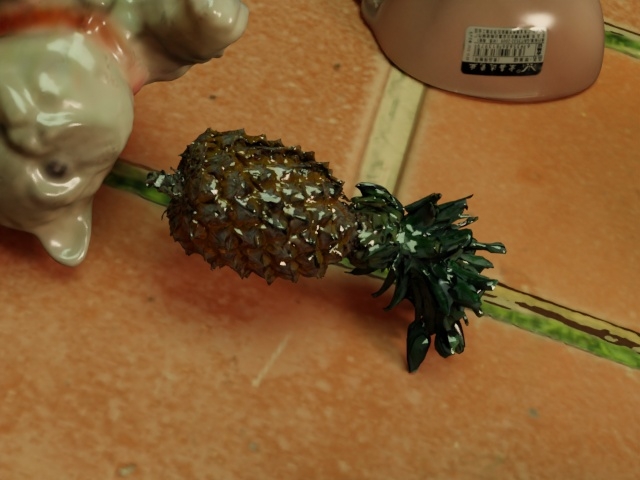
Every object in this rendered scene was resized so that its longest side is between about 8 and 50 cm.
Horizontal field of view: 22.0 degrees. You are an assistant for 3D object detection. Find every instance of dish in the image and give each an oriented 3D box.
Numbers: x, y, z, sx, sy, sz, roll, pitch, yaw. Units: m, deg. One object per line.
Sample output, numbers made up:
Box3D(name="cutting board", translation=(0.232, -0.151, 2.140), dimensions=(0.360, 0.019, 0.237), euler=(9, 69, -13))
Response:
Box3D(name="dish", translation=(0.129, -0.203, 1.227), dimensions=(0.213, 0.090, 0.213), euler=(11, 45, -11))

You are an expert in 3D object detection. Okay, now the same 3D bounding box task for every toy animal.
Box3D(name="toy animal", translation=(-0.230, -0.127, 0.983), dimensions=(0.308, 0.188, 0.266), euler=(19, 11, -16))

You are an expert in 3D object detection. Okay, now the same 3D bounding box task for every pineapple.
Box3D(name="pineapple", translation=(0.001, 0.000, 0.962), dimensions=(0.221, 0.083, 0.103), euler=(19, 58, -19))
